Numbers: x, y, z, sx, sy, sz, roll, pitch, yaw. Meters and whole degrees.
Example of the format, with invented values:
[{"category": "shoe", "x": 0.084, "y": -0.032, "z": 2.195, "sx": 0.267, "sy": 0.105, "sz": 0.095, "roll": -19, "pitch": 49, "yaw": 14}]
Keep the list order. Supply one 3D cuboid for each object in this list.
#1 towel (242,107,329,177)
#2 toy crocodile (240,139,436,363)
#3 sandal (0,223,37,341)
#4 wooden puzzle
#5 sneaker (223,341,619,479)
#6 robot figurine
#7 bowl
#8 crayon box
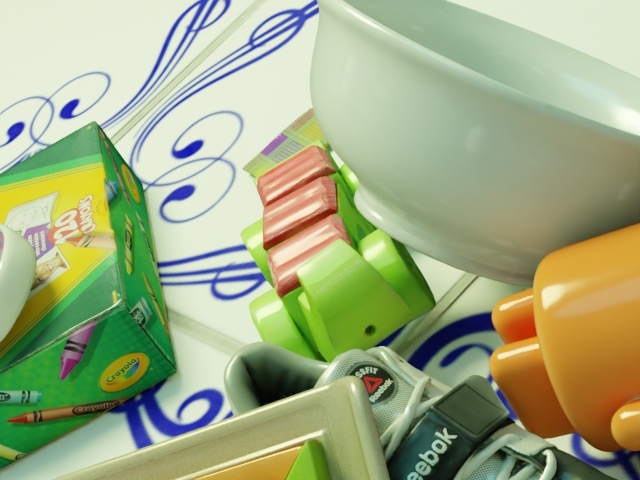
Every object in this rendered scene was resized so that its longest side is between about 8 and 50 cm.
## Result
[{"category": "towel", "x": -0.019, "y": -0.075, "z": 1.597, "sx": 0.083, "sy": 0.009, "sz": 0.060, "roll": -42, "pitch": 35, "yaw": -12}, {"category": "toy crocodile", "x": 0.000, "y": 0.000, "z": 1.378, "sx": 0.115, "sy": 0.105, "sz": 0.340, "roll": -30, "pitch": 23, "yaw": 7}, {"category": "sandal", "x": -0.394, "y": 0.058, "z": 1.527, "sx": 0.416, "sy": 0.102, "sz": 0.169, "roll": -21, "pitch": 38, "yaw": 28}, {"category": "wooden puzzle", "x": -0.053, "y": 0.212, "z": 1.110, "sx": 0.239, "sy": 0.044, "sz": 0.221, "roll": -22, "pitch": 72, "yaw": 25}, {"category": "sneaker", "x": 0.058, "y": 0.137, "z": 1.141, "sx": 0.331, "sy": 0.146, "sz": 0.122, "roll": 11, "pitch": 52, "yaw": 45}, {"category": "robot figurine", "x": 0.209, "y": 0.046, "z": 1.141, "sx": 0.219, "sy": 0.128, "sz": 0.158, "roll": -18, "pitch": -2, "yaw": 23}, {"category": "bowl", "x": 0.111, "y": -0.060, "z": 1.286, "sx": 0.298, "sy": 0.298, "sz": 0.134, "roll": 45, "pitch": 118, "yaw": 56}, {"category": "crayon box", "x": -0.215, "y": 0.037, "z": 1.552, "sx": 0.165, "sy": 0.081, "sz": 0.278, "roll": -29, "pitch": 33, "yaw": 7}]
